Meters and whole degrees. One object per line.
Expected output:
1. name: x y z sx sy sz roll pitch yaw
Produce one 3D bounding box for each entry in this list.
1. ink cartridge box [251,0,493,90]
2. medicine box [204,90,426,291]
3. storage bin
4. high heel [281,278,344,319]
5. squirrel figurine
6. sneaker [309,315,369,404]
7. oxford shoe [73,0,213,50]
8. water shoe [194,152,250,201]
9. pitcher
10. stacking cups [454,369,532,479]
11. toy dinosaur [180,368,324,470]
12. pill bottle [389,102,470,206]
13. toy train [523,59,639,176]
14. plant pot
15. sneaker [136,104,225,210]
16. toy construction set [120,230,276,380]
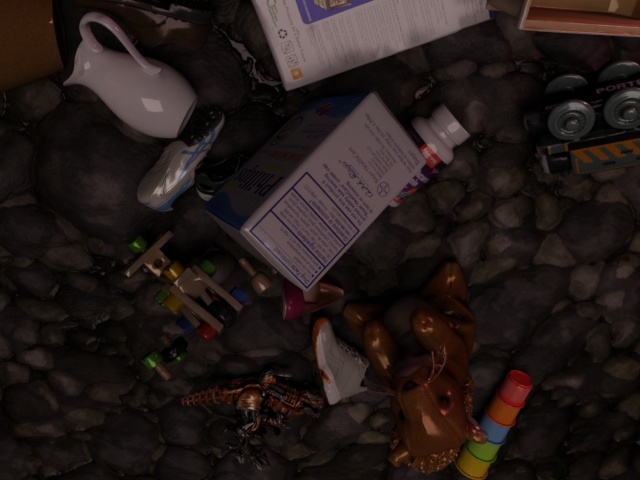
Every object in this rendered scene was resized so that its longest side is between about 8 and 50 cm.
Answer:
1. ink cartridge box: 0.084 -0.395 0.957 0.371 0.069 0.175 -16 118 10
2. medicine box: -0.021 -0.092 0.960 0.289 0.263 0.149 -46 114 -9
3. storage bin: 0.394 -0.429 0.787 0.260 0.123 0.262 -2 122 -14
4. high heel: -0.014 0.117 1.163 0.117 0.244 0.082 0 86 4
5. squirrel figurine: 0.233 0.311 1.197 0.281 0.370 0.397 -18 119 9
6. sneaker: 0.048 0.266 1.336 0.121 0.099 0.262 -14 128 -2
7. oxford shoe: -0.300 -0.365 0.953 0.227 0.082 0.096 14 123 -8
8. water shoe: -0.133 -0.122 1.079 0.203 0.073 0.080 -13 144 -10
9. pitcher: -0.312 -0.273 0.967 0.207 0.125 0.178 28 149 -12
10. stacking cups: 0.438 0.462 1.466 0.096 0.096 0.316 12 115 -9
11. toy dinosaur: -0.162 0.402 1.397 0.322 0.164 0.218 14 106 11
12. pill bottle: 0.177 -0.161 1.071 0.193 0.108 0.108 -41 114 20
13. toy train: 0.539 -0.209 1.011 0.334 0.142 0.190 -10 128 24
14. plant pot: -0.545 -0.324 0.905 0.254 0.237 0.237 -6 121 -14
15. sneaker: -0.254 -0.154 1.089 0.237 0.085 0.086 -48 145 16
16. toy construction set: -0.250 0.056 1.137 0.309 0.257 0.237 -37 102 3
